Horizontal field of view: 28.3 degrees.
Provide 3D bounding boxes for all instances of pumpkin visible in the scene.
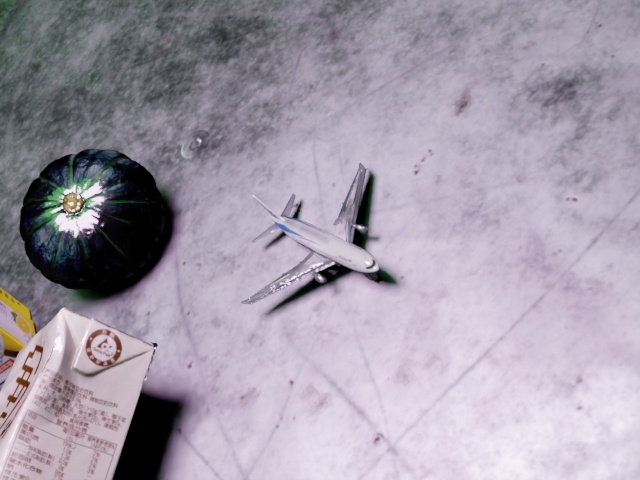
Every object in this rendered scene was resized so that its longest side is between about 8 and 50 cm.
[{"bbox_3d":[-0.299,-0.028,1.671,0.194,0.150,0.194,-15,62,30],"label":"pumpkin"}]

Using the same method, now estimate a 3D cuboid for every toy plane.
[{"bbox_3d":[0.001,0.001,1.495,0.226,0.058,0.226,30,75,42],"label":"toy plane"}]

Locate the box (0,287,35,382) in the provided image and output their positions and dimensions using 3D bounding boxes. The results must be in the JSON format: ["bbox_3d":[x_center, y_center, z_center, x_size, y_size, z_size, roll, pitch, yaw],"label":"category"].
[{"bbox_3d":[-0.531,0.154,1.695,0.265,0.168,0.097,-33,43,9],"label":"box"}]

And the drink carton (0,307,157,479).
[{"bbox_3d":[-0.317,0.260,1.431,0.194,0.132,0.324,-36,33,55],"label":"drink carton"}]
